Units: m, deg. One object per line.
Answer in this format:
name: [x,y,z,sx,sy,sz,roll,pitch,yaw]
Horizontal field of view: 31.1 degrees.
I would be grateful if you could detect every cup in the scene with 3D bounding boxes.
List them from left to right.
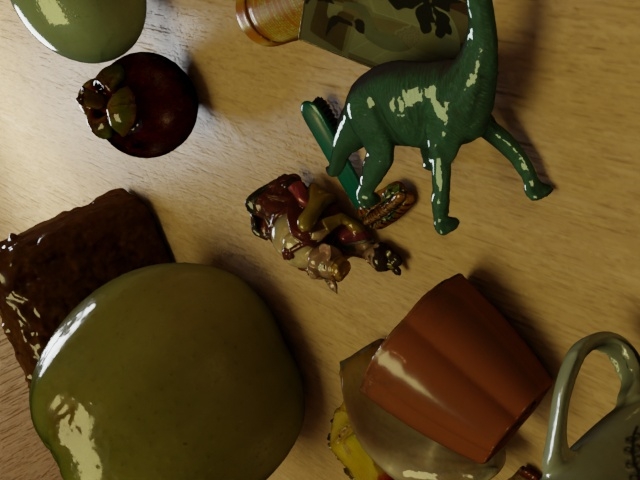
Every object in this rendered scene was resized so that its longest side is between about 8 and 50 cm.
cup: [0.296,0.222,1.120,0.258,0.234,0.186,61,153,10]

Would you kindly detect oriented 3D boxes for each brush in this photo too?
brush: [0.033,-0.106,1.524,0.043,0.032,0.193,-5,121,56]

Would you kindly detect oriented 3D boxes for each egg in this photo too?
egg: [-0.386,-0.403,1.806,0.282,0.203,0.203,53,151,17]

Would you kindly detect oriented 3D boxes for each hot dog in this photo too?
hot dog: [0.081,-0.042,1.472,0.049,0.037,0.122,40,154,-5]

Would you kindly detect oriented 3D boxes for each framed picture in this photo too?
framed picture: [0.074,-0.234,1.247,0.201,0.010,0.136,24,141,10]

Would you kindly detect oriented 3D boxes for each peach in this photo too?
peach: [0.081,0.295,1.690,0.151,0.118,0.151,-165,90,-71]

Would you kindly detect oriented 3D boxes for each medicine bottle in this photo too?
medicine bottle: [-0.020,-0.292,1.376,0.192,0.096,0.096,0,113,61]

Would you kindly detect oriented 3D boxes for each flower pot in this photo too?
flower pot: [0.168,0.162,1.364,0.173,0.190,0.190,41,147,19]

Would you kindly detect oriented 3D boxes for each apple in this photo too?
apple: [-0.266,0.263,1.954,0.473,0.473,0.473,41,145,37]

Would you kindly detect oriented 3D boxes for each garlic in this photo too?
garlic: [0.125,0.245,1.549,0.318,0.143,0.112,42,177,43]

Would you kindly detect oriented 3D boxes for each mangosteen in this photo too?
mangosteen: [-0.294,-0.213,1.816,0.200,0.200,0.200,41,145,37]

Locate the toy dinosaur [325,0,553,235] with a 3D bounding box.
toy dinosaur: [0.085,-0.184,1.212,0.383,0.129,0.331,14,134,46]

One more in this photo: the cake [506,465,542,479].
cake: [0.294,0.397,1.430,0.220,0.086,0.116,43,146,35]

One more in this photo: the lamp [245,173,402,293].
lamp: [0.000,0.000,1.580,0.253,0.118,0.118,41,145,40]

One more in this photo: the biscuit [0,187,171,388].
biscuit: [-0.435,0.132,2.221,0.166,0.343,0.395,4,119,56]
